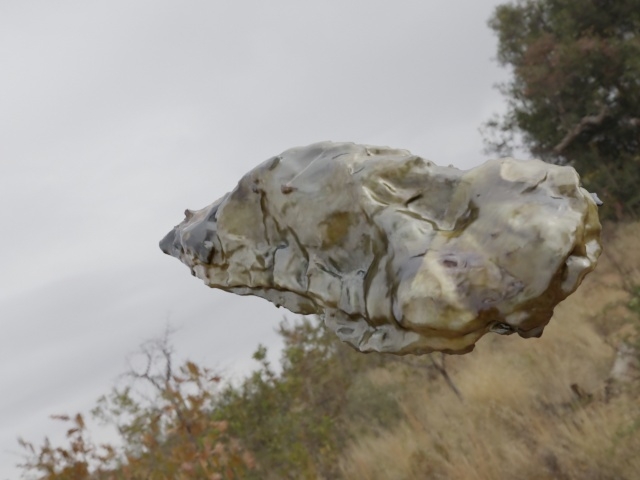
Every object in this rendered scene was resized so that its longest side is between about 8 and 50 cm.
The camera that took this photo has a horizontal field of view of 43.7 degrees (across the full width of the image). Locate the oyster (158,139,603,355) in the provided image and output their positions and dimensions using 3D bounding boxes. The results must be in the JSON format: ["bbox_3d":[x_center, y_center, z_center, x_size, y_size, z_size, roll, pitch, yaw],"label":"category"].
[{"bbox_3d":[0.001,-0.002,0.481,0.345,0.078,0.128,4,60,45],"label":"oyster"}]
